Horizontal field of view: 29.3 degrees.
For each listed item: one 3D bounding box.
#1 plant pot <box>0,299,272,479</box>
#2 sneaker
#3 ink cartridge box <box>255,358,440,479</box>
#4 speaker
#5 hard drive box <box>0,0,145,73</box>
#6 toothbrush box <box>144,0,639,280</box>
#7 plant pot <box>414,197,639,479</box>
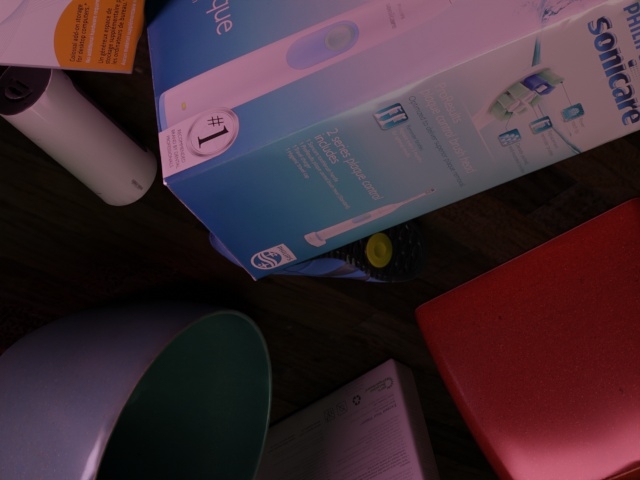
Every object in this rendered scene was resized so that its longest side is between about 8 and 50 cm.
[{"bbox_3d":[-0.201,0.178,1.124,0.195,0.290,0.290,15,153,25],"label":"plant pot"},{"bbox_3d":[0.000,0.000,1.086,0.209,0.069,0.082,5,175,-35],"label":"sneaker"},{"bbox_3d":[0.027,0.272,1.319,0.223,0.224,0.045,-32,139,28],"label":"ink cartridge box"},{"bbox_3d":[-0.183,-0.081,0.921,0.055,0.055,0.136,-24,142,18],"label":"speaker"},{"bbox_3d":[-0.216,-0.197,0.723,0.232,0.089,0.181,1,142,-16],"label":"hard drive box"},{"bbox_3d":[0.048,-0.138,0.767,0.295,0.216,0.126,-20,144,14],"label":"toothbrush box"},{"bbox_3d":[0.290,0.161,1.225,0.267,0.236,0.267,-29,141,24],"label":"plant pot"}]
